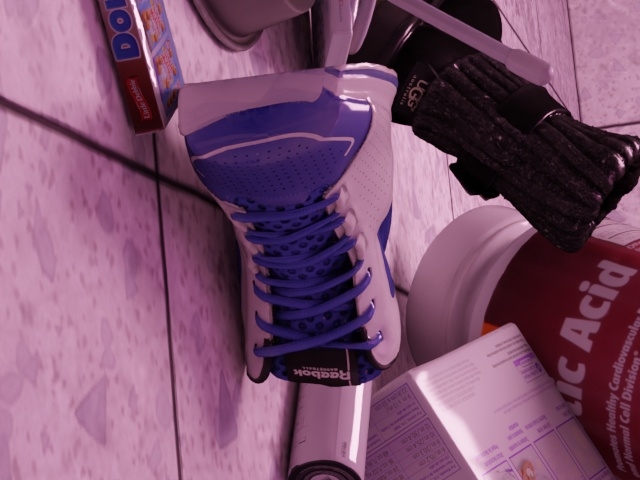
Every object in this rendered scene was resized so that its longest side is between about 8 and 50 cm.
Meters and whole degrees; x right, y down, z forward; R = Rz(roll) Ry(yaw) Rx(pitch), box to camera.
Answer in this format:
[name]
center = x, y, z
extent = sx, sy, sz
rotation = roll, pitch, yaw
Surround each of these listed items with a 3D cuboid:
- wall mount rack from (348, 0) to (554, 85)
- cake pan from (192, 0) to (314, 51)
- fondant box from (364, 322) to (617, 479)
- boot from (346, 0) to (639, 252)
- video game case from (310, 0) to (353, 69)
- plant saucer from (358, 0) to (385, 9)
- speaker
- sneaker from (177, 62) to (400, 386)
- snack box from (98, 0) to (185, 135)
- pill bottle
[wall mount rack]
center = 0.113, -0.278, 1.397
extent = 0.304, 0.130, 0.350
rotation = -101, -158, -63
[cake pan]
center = -0.056, -0.280, 1.307
extent = 0.293, 0.054, 0.293
rotation = -8, 90, -77
[fondant box]
center = 0.170, 0.242, 1.488
extent = 0.330, 0.096, 0.238
rotation = 56, 25, 9
[boot]
center = 0.168, -0.114, 1.667
extent = 0.131, 0.260, 0.348
rotation = -64, 171, 22
[video game case]
center = 0.006, -0.198, 1.480
extent = 0.157, 0.019, 0.143
rotation = 107, -19, -72
[plant saucer]
center = 0.045, -0.302, 1.754
extent = 0.241, 0.037, 0.241
rotation = -8, 90, -76
[speaker]
center = 0.009, 0.123, 1.354
extent = 0.136, 0.055, 0.055
rotation = -83, 160, -46
[sneaker]
center = 0.000, 0.000, 1.199
extent = 0.315, 0.127, 0.182
rotation = 49, 35, -79
[snack box]
center = -0.113, -0.154, 1.077
extent = 0.064, 0.022, 0.178
rotation = -72, 152, -64
[pill bottle]
center = 0.275, 0.100, 1.675
extent = 0.224, 0.392, 0.224
rotation = -14, 112, -38
